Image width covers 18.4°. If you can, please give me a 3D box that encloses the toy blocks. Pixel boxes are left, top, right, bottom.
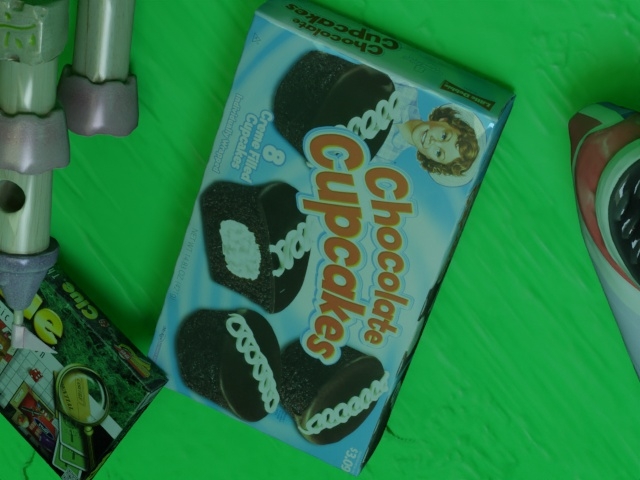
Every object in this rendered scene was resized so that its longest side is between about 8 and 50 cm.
[{"bbox_3d":[-0.311,-0.065,1.379,0.289,0.309,0.260,14,112,14],"label":"toy blocks"}]

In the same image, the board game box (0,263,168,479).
[{"bbox_3d":[-0.243,0.062,1.544,0.260,0.030,0.136,45,123,10],"label":"board game box"}]

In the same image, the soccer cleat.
[{"bbox_3d":[0.247,0.044,1.357,0.109,0.116,0.318,-27,123,-3],"label":"soccer cleat"}]

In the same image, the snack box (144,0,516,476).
[{"bbox_3d":[0.000,0.000,1.438,0.187,0.060,0.322,24,120,9],"label":"snack box"}]
